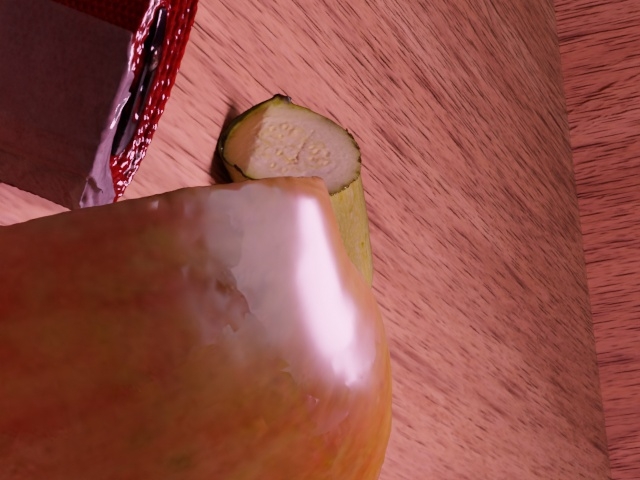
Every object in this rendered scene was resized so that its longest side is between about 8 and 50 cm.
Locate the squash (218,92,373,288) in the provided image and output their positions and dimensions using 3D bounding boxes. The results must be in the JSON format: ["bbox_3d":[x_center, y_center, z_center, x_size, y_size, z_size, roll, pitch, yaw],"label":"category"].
[{"bbox_3d":[0.007,0.006,1.592,0.137,0.137,0.287,-75,151,-51],"label":"squash"}]

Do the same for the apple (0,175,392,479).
[{"bbox_3d":[-0.126,0.089,0.893,0.252,0.309,0.314,-76,147,-49],"label":"apple"}]

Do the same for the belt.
[{"bbox_3d":[-0.168,-0.123,1.091,0.128,0.124,0.200,-26,137,-77],"label":"belt"}]
